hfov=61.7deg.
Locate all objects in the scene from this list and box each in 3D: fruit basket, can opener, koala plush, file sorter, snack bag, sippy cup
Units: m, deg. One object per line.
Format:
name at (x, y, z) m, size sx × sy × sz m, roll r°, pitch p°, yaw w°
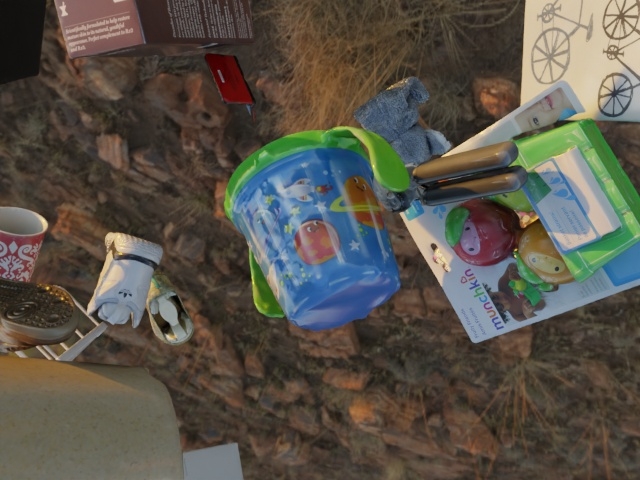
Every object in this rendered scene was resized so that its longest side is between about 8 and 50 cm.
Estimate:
fruit basket at (0.312, -0.023, 0.870) m, size 0.353 × 0.165 × 0.326 m, roll -30°, pitch 85°, yaw 33°
can opener at (0.194, -0.103, 0.842) m, size 0.284 × 0.095 × 0.076 m, roll -8°, pitch 115°, yaw 51°
koala plush at (0.209, -0.279, 1.378) m, size 0.196 × 0.203 × 0.221 m, roll -29°, pitch 96°, yaw 24°
file sorter at (-0.723, 0.276, 1.340) m, size 0.278 × 0.193 × 0.173 m, roll -42°, pitch 96°, yaw 18°
snack bag at (0.426, -0.336, 0.780) m, size 0.037 × 0.342 × 0.322 m, roll -9°, pitch 107°, yaw -21°
sippy cup at (0.000, 0.000, 0.781) m, size 0.240 × 0.224 × 0.305 m, roll -17°, pitch 151°, yaw -8°

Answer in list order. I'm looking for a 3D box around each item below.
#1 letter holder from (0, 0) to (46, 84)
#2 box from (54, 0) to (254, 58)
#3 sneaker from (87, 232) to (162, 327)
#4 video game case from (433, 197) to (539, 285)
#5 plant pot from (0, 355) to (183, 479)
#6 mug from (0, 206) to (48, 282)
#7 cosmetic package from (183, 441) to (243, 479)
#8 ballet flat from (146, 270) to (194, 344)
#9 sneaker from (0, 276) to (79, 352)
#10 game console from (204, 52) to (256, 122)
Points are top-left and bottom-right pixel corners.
letter holder at (-0.490, -0.260, 0.564) m, size 0.215 × 0.302 × 0.152 m, roll 31°, pitch 125°, yaw 4°
box at (-0.314, -0.455, 1.093) m, size 0.191 × 0.381 × 0.143 m, roll 0°, pitch 107°, yaw 26°
sneaker at (-0.498, 0.095, 1.345) m, size 0.138 × 0.210 × 0.366 m, roll 21°, pitch 171°, yaw -22°
video game case at (0.367, 0.014, 1.112) m, size 0.042 × 0.232 × 0.210 m, roll 16°, pitch 111°, yaw -43°
plant pot at (-0.314, 0.238, 0.511) m, size 0.306 × 0.333 × 0.334 m, roll 6°, pitch 147°, yaw -37°
mug at (-0.644, 0.023, 1.130) m, size 0.113 × 0.150 × 0.169 m, roll 20°, pitch 112°, yaw -11°
cosmetic package at (-0.395, 0.640, 1.386) m, size 0.217 × 0.156 × 0.385 m, roll -24°, pitch 156°, yaw 24°
ballet flat at (-0.450, 0.234, 1.613) m, size 0.123 × 0.123 × 0.348 m, roll 5°, pitch 137°, yaw 14°
sneaker at (-0.320, 0.088, 0.577) m, size 0.189 × 0.066 × 0.071 m, roll 12°, pitch 120°, yaw 31°
game console at (-0.213, -0.359, 1.274) m, size 0.124 × 0.144 × 0.085 m, roll -10°, pitch 158°, yaw -39°
